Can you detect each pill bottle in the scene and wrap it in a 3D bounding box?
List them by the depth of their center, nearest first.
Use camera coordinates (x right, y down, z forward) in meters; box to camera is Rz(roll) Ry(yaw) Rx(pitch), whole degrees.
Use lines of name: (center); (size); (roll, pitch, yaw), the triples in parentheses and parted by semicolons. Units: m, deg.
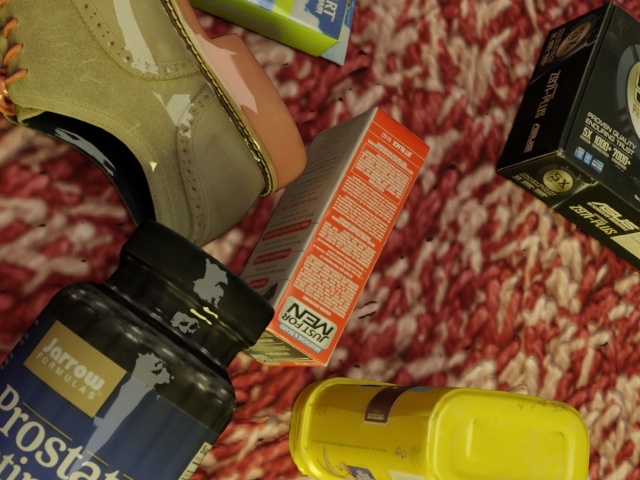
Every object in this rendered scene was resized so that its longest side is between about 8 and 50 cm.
pill bottle: (-0.125, 0.102, 0.531); (0.123, 0.123, 0.219); (39, 79, -18)

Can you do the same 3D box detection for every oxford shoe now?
oxford shoe: (-0.155, -0.139, 0.571); (0.130, 0.123, 0.348); (-44, 102, -19)

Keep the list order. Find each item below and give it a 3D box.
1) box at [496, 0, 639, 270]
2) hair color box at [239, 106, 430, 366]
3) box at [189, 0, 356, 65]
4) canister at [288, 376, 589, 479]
box: (0.257, -0.080, 0.797); (0.180, 0.077, 0.147); (32, 69, -20)
hair color box: (0.000, 0.000, 0.645); (0.053, 0.093, 0.167); (35, 70, -20)
box: (-0.043, -0.206, 0.680); (0.178, 0.042, 0.109); (18, 76, -23)
canister: (0.072, 0.130, 0.621); (0.126, 0.170, 0.073); (12, 78, -26)
